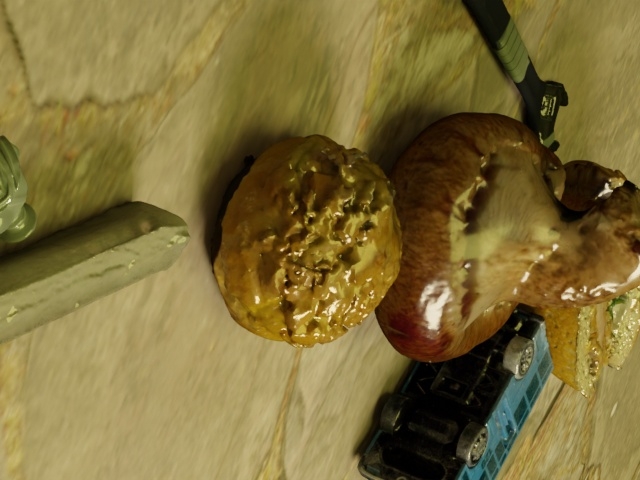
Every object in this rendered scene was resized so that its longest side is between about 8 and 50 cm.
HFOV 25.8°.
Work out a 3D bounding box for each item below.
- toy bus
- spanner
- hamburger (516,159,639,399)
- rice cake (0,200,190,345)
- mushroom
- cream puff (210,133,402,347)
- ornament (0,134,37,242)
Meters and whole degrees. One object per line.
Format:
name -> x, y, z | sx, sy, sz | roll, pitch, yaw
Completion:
toy bus -> 0.146, 0.184, 1.460 | 0.234, 0.116, 0.133 | -58, 149, -24
spanner -> 0.206, -0.187, 1.443 | 0.087, 0.024, 0.316 | -63, 146, -15
hamburger -> 0.276, 0.024, 1.537 | 0.144, 0.156, 0.283 | -28, 132, -26
rice cake -> -0.190, 0.030, 0.916 | 0.256, 0.057, 0.052 | -27, 146, -49
mushroom -> 0.155, 0.007, 1.316 | 0.267, 0.254, 0.267 | -10, 111, -26
cream puff -> 0.000, 0.000, 1.123 | 0.189, 0.129, 0.189 | -38, 137, -46
ornament -> -0.209, -0.032, 0.867 | 0.092, 0.041, 0.068 | 5, 108, -67
